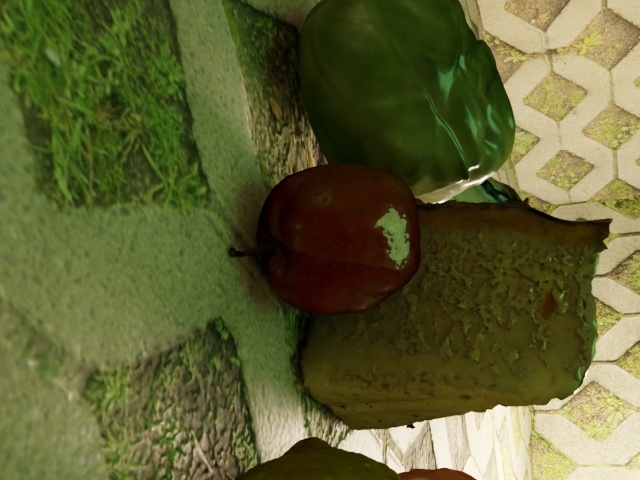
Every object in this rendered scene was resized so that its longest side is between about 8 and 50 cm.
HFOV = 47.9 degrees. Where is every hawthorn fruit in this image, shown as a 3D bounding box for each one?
[{"bbox_3d":[0.000,0.000,0.728,0.157,0.194,0.156,174,-90,-68],"label":"hawthorn fruit"}]

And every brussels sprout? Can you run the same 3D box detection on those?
[{"bbox_3d":[0.109,-0.178,0.911,0.328,0.247,0.327,33,51,-54],"label":"brussels sprout"}]

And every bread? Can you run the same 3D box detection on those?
[{"bbox_3d":[0.158,0.103,0.868,0.279,0.316,0.248,69,32,-59],"label":"bread"}]

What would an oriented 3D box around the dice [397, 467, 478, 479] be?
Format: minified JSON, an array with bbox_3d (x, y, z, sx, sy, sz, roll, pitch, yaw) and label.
[{"bbox_3d":[0.134,0.399,0.910,0.179,0.175,0.173,-39,119,-65],"label":"dice"}]

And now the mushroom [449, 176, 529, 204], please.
[{"bbox_3d":[0.204,-0.156,1.217,0.247,0.130,0.344,-40,98,-39],"label":"mushroom"}]

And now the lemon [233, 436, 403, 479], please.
[{"bbox_3d":[-0.003,0.269,0.567,0.192,0.192,0.231,58,26,-49],"label":"lemon"}]
